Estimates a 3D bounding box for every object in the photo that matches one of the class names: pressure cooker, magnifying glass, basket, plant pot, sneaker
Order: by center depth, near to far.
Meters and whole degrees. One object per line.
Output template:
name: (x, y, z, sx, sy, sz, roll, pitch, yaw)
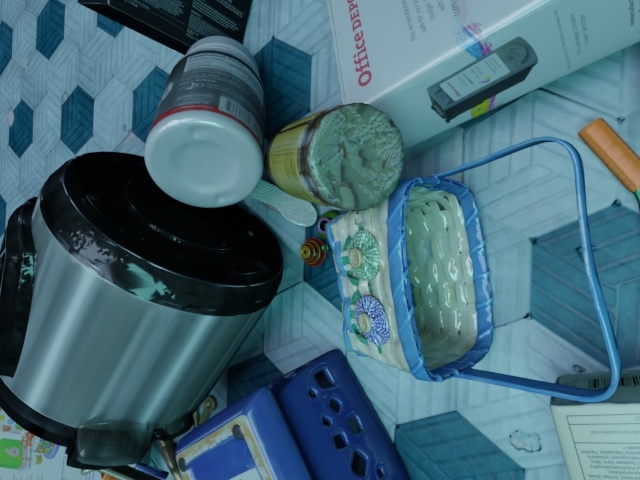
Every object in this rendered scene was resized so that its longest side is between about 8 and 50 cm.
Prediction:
magnifying glass: (0.370, -0.040, 0.447, 0.092, 0.026, 0.230, -39, 71, 26)
basket: (0.155, 0.044, 0.474, 0.289, 0.201, 0.254, -12, 86, 40)
plant pot: (-0.053, 0.324, 0.595, 0.236, 0.212, 0.235, -39, 68, 26)
pressure cooker: (-0.303, 0.119, 0.672, 0.376, 0.370, 0.420, 37, 110, 7)
sneaker: (-0.064, -0.069, 0.716, 0.135, 0.070, 0.050, 28, 96, 0)

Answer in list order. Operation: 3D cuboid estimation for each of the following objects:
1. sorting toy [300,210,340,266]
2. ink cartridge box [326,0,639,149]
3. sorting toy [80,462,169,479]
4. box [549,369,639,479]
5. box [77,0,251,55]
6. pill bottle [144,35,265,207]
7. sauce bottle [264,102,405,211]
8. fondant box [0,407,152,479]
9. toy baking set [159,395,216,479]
sorting toy: (0.000, 0.000, 0.670, 0.061, 0.042, 0.101, 36, 107, 28)
ink cartridge box: (0.175, -0.275, 0.485, 0.307, 0.131, 0.225, -21, 61, 32)
sorting toy: (-0.304, 0.412, 0.686, 0.348, 0.196, 0.047, -36, 30, 55)
box: (0.344, 0.295, 0.393, 0.148, 0.121, 0.310, -16, 80, 32)
box: (-0.248, -0.438, 0.711, 0.103, 0.261, 0.184, 24, 101, 31)
pill bottle: (-0.170, -0.202, 0.657, 0.161, 0.161, 0.283, -35, 41, 27)
sauce bottle: (-0.012, -0.108, 0.549, 0.344, 0.112, 0.111, -145, 68, -70)
fondant box: (-0.538, 0.427, 0.877, 0.331, 0.096, 0.237, 9, 94, -3)
toy baking set: (-0.244, 0.424, 0.822, 0.196, 0.030, 0.256, -48, 66, 23)
